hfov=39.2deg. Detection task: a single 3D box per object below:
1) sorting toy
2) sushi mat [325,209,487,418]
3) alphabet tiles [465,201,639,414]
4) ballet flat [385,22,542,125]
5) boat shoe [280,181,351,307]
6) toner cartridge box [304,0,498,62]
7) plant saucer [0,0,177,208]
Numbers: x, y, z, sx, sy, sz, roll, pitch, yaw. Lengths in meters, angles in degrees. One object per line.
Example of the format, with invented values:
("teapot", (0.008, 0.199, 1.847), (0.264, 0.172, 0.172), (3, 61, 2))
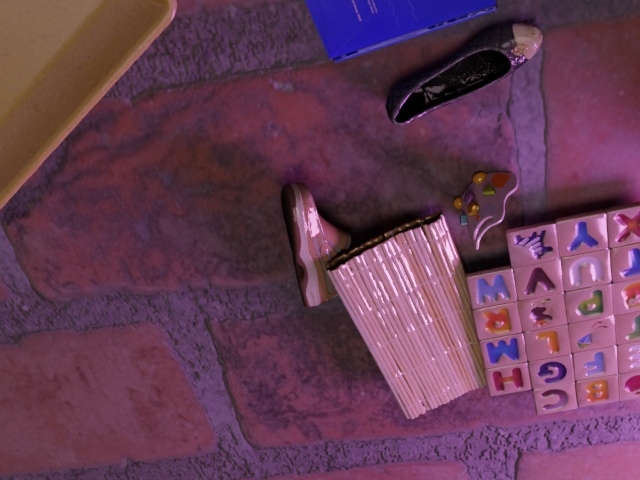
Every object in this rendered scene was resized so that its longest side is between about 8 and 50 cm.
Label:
("sorting toy", (0.183, -0.030, 1.004), (0.045, 0.075, 0.083), (22, 128, -17))
("sushi mat", (0.128, 0.104, 1.128), (0.151, 0.019, 0.316), (-26, 130, 3))
("alphabet tiles", (0.338, 0.098, 1.126), (0.285, 0.011, 0.342), (-12, 130, 9))
("ballet flat", (0.145, -0.162, 0.907), (0.173, 0.049, 0.057), (-27, 126, 23))
("boat shoe", (0.000, 0.000, 1.052), (0.072, 0.068, 0.190), (-13, 140, -3))
("toner cartridge box", (0.024, -0.331, 0.747), (0.165, 0.075, 0.348), (-16, 129, 14))
("plant saucer", (-0.358, -0.222, 0.829), (0.333, 0.081, 0.333), (37, 113, -28))
